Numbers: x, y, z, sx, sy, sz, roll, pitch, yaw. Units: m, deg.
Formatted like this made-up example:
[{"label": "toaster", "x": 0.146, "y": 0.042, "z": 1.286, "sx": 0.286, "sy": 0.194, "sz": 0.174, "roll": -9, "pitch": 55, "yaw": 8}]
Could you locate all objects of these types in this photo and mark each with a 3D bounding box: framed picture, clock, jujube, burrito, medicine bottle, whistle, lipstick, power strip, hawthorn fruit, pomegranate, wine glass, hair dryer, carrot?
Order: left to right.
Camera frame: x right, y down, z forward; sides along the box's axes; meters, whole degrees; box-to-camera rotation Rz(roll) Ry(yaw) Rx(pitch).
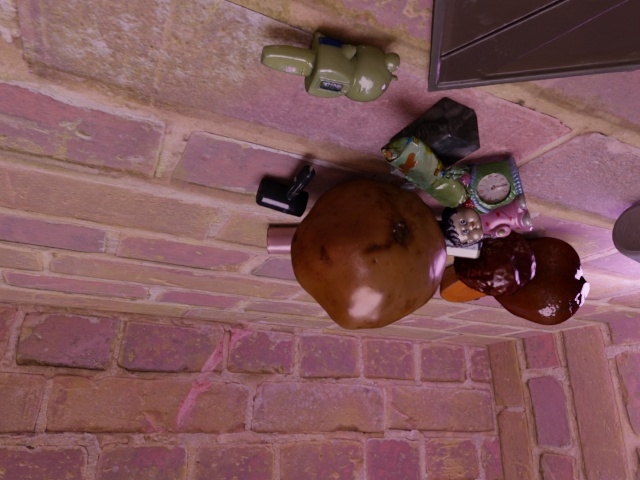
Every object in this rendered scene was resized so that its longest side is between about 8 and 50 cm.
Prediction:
[{"label": "hair dryer", "x": -0.068, "y": -0.130, "z": 1.089, "sx": 0.125, "sy": 0.071, "sz": 0.219, "roll": 17, "pitch": 156, "yaw": -20}, {"label": "lipstick", "x": 0.000, "y": 0.000, "z": 1.420, "sx": 0.327, "sy": 0.087, "sz": 0.087, "roll": 0, "pitch": 159, "yaw": 2}, {"label": "whistle", "x": 0.019, "y": -0.275, "z": 0.724, "sx": 0.228, "sy": 0.084, "sz": 0.105, "roll": 5, "pitch": 158, "yaw": -16}, {"label": "pomegranate", "x": 0.115, "y": 0.039, "z": 1.150, "sx": 0.411, "sy": 0.409, "sz": 0.410, "roll": 0, "pitch": 159, "yaw": 0}, {"label": "wine glass", "x": 0.202, "y": -0.155, "z": 1.029, "sx": 0.039, "sy": 0.083, "sz": 0.042, "roll": 21, "pitch": 152, "yaw": -33}, {"label": "power strip", "x": 0.323, "y": -0.011, "z": 1.297, "sx": 0.257, "sy": 0.105, "sz": 0.069, "roll": 9, "pitch": 120, "yaw": 15}, {"label": "burrito", "x": 0.231, "y": -0.134, "z": 0.891, "sx": 0.104, "sy": 0.054, "sz": 0.288, "roll": -18, "pitch": 151, "yaw": 35}, {"label": "carrot", "x": 0.609, "y": 0.160, "z": 1.811, "sx": 0.259, "sy": 0.100, "sz": 0.307, "roll": 3, "pitch": 157, "yaw": -14}, {"label": "clock", "x": 0.380, "y": -0.086, "z": 1.078, "sx": 0.196, "sy": 0.193, "sz": 0.100, "roll": -17, "pitch": -166, "yaw": 21}, {"label": "jujube", "x": 0.518, "y": 0.058, "z": 1.372, "sx": 0.213, "sy": 0.212, "sz": 0.232, "roll": 9, "pitch": -179, "yaw": -21}, {"label": "hawthorn fruit", "x": 0.713, "y": 0.127, "z": 1.499, "sx": 0.295, "sy": 0.294, "sz": 0.311, "roll": 22, "pitch": -176, "yaw": -43}, {"label": "framed picture", "x": 0.380, "y": -0.341, "z": 0.628, "sx": 0.447, "sy": 0.028, "sz": 0.326, "roll": -3, "pitch": 159, "yaw": 8}, {"label": "medicine bottle", "x": 1.029, "y": 0.034, "z": 1.287, "sx": 0.396, "sy": 0.242, "sz": 0.242, "roll": 14, "pitch": 155, "yaw": -22}]

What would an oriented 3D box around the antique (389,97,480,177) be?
[{"label": "antique", "x": 0.221, "y": -0.193, "z": 0.925, "sx": 0.086, "sy": 0.088, "sz": 0.183, "roll": 14, "pitch": 155, "yaw": -28}]
